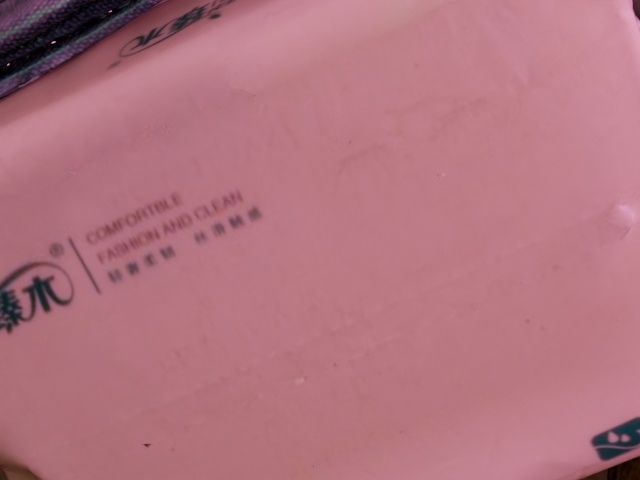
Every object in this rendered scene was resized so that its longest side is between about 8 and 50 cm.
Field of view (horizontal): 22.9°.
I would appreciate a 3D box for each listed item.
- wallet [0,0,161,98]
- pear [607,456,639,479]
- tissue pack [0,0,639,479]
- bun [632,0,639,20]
[{"bbox_3d":[-0.204,-0.176,0.839,0.237,0.342,0.075,-25,127,1],"label":"wallet"},{"bbox_3d":[0.248,0.142,0.858,0.197,0.197,0.197,0,86,2],"label":"pear"},{"bbox_3d":[0.000,0.000,0.801,0.380,0.207,0.297,-25,113,12],"label":"tissue pack"},{"bbox_3d":[0.278,-0.252,0.864,0.361,0.211,0.362,0,92,2],"label":"bun"}]
